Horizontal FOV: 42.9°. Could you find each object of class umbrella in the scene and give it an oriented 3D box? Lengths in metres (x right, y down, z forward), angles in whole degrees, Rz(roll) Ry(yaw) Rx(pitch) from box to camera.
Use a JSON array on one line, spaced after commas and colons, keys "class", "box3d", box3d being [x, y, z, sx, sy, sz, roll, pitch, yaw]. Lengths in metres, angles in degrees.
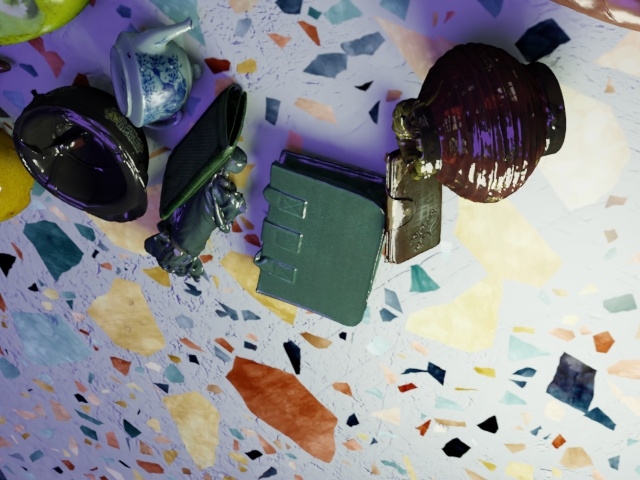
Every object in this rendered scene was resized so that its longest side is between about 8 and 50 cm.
[{"class": "umbrella", "box3d": [-0.223, -0.056, 1.556, 0.143, 0.094, 0.349, 38, 130, 0]}]

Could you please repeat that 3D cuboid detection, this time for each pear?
[{"class": "pear", "box3d": [-0.673, -0.127, 1.625, 0.208, 0.209, 0.209, 12, 130, 15]}, {"class": "pear", "box3d": [-0.532, -0.433, 1.327, 0.292, 0.159, 0.292, 11, 139, 9]}]

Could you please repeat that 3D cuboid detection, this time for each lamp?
[{"class": "lamp", "box3d": [0.224, -0.167, 1.180, 0.246, 0.247, 0.247, 12, 130, 15]}]

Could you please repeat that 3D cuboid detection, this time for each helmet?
[{"class": "helmet", "box3d": [-0.414, -0.175, 1.502, 0.230, 0.161, 0.279, -18, 130, 33]}]

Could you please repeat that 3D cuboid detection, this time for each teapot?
[{"class": "teapot", "box3d": [-0.272, -0.276, 1.385, 0.158, 0.159, 0.232, 23, 139, 5]}]

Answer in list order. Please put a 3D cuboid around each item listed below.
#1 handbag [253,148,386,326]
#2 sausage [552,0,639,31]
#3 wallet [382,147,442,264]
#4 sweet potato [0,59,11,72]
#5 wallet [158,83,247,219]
[{"class": "handbag", "box3d": [0.001, 0.000, 1.508, 0.238, 0.089, 0.327, 19, 132, 9]}, {"class": "sausage", "box3d": [0.282, -0.373, 1.089, 0.432, 0.088, 0.088, 22, 132, 4]}, {"class": "wallet", "box3d": [0.161, -0.065, 1.373, 0.031, 0.121, 0.232, 39, 144, 40]}, {"class": "sweet potato", "box3d": [-0.708, -0.306, 1.589, 0.273, 0.067, 0.067, -13, 120, 28]}, {"class": "wallet", "box3d": [-0.210, -0.151, 1.434, 0.055, 0.160, 0.236, 27, 135, -25]}]
